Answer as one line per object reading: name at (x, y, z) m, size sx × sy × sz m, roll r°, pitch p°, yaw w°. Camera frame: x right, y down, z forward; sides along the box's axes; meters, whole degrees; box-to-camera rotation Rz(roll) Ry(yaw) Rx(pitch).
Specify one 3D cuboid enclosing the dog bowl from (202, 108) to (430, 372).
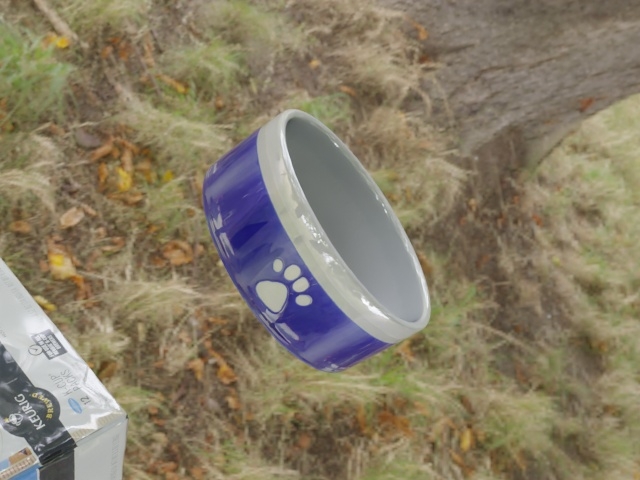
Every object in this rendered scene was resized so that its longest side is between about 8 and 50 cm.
dog bowl at (0.000, 0.000, 0.938) m, size 0.265 × 0.104 × 0.265 m, roll 48°, pitch 21°, yaw -26°

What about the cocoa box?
cocoa box at (-0.399, 0.184, 0.953) m, size 0.228 × 0.347 × 0.231 m, roll -25°, pitch 147°, yaw -37°
